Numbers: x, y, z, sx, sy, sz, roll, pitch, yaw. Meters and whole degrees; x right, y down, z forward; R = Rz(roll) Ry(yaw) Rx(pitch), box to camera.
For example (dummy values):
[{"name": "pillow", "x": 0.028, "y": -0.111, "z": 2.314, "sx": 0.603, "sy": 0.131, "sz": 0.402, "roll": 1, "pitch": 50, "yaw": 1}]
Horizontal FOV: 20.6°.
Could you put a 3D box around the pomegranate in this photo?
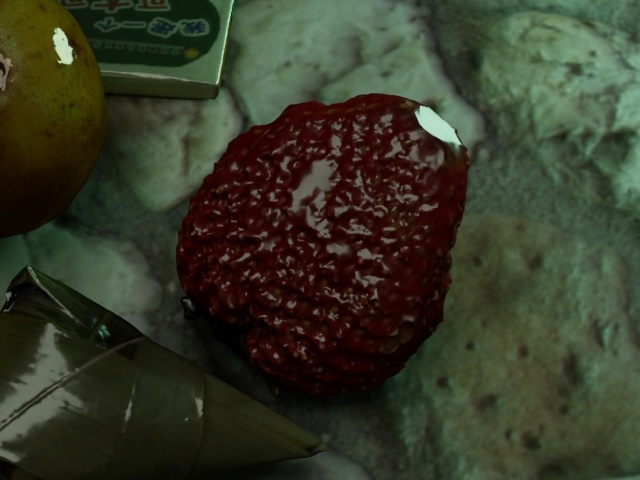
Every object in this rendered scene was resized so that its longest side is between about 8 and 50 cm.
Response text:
[{"name": "pomegranate", "x": -0.332, "y": -0.125, "z": 1.694, "sx": 0.264, "sy": 0.264, "sz": 0.264, "roll": -2, "pitch": 56, "yaw": 4}]

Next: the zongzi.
[{"name": "zongzi", "x": -0.196, "y": 0.212, "z": 1.525, "sx": 0.317, "sy": 0.154, "sz": 0.289, "roll": 27, "pitch": 70, "yaw": 14}]

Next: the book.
[{"name": "book", "x": -0.212, "y": -0.314, "z": 1.931, "sx": 0.260, "sy": 0.043, "sz": 0.371, "roll": 3, "pitch": 57, "yaw": 6}]

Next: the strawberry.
[{"name": "strawberry", "x": 0.002, "y": -0.004, "z": 1.589, "sx": 0.261, "sy": 0.258, "sz": 0.261, "roll": 1, "pitch": 62, "yaw": -2}]
